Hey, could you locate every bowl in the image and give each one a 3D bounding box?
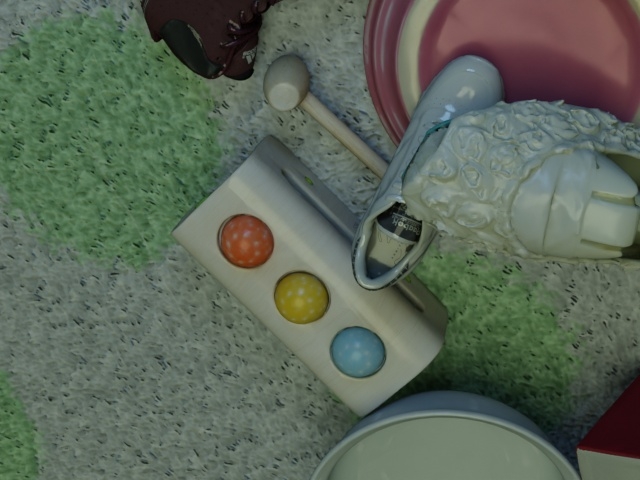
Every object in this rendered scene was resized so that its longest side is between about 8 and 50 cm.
[{"bbox_3d":[0.132,0.265,1.375,0.298,0.134,0.298,2,117,4],"label":"bowl"}]

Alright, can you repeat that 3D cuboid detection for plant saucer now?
[{"bbox_3d":[0.200,-0.173,1.226,0.332,0.084,0.332,4,112,10],"label":"plant saucer"}]

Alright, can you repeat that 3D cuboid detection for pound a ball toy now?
[{"bbox_3d":[0.000,0.000,1.307,0.319,0.136,0.208,45,113,-8],"label":"pound a ball toy"}]

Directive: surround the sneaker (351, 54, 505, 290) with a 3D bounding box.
[{"bbox_3d":[0.099,-0.057,1.193,0.090,0.095,0.235,27,106,7],"label":"sneaker"}]

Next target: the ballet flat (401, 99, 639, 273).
[{"bbox_3d":[0.276,-0.034,1.144,0.409,0.147,0.147,5,116,-24],"label":"ballet flat"}]

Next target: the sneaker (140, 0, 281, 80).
[{"bbox_3d":[-0.049,-0.234,1.254,0.281,0.106,0.162,2,117,22],"label":"sneaker"}]

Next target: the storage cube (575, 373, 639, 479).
[{"bbox_3d":[0.384,0.242,1.259,0.184,0.193,0.215,1,113,39],"label":"storage cube"}]
